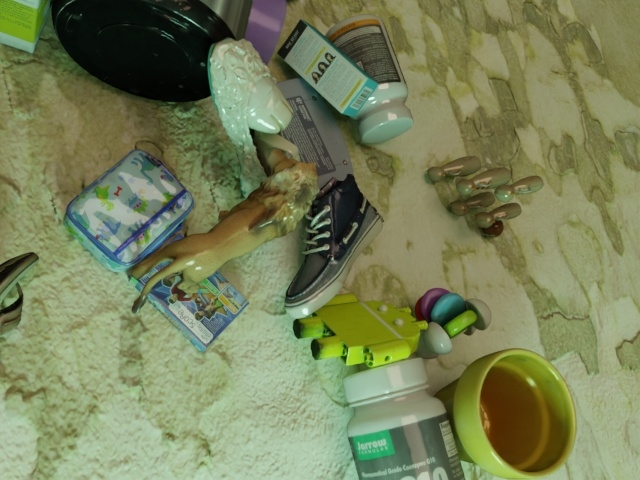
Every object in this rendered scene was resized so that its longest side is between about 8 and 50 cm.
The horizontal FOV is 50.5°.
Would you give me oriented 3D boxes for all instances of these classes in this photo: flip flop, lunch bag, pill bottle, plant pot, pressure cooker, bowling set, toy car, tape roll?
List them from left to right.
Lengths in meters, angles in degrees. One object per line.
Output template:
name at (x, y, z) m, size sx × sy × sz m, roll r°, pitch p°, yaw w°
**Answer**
flip flop at (-0.559, 0.140, 1.150) m, size 0.080 × 0.112 × 0.277 m, roll 43°, pitch 52°, yaw -37°
lunch bag at (-0.367, -0.057, 1.322) m, size 0.176 × 0.090 × 0.219 m, roll 47°, pitch 59°, yaw -7°
pressure cooker at (-0.312, -0.539, 1.365) m, size 0.370 × 0.375 × 0.420 m, roll 17°, pitch 69°, yaw -17°
tape roll at (-0.150, -0.468, 1.524) m, size 0.080 × 0.189 × 0.189 m, roll 17°, pitch 65°, yaw -22°
pill bottle at (0.119, -0.388, 1.643) m, size 0.162 × 0.162 × 0.278 m, roll -11°, pitch 76°, yaw -29°
pill bottle at (0.168, 0.427, 1.334) m, size 0.204 × 0.204 × 0.361 m, roll -7°, pitch 74°, yaw -28°
toy car at (0.272, 0.170, 1.501) m, size 0.159 × 0.182 × 0.136 m, roll -28°, pitch 80°, yaw -17°
bowling set at (0.398, -0.082, 1.665) m, size 0.154 × 0.287 × 0.199 m, roll -17°, pitch 113°, yaw -24°
plant pot at (0.358, 0.372, 1.428) m, size 0.254 × 0.239 × 0.254 m, roll 10°, pitch 66°, yaw -23°

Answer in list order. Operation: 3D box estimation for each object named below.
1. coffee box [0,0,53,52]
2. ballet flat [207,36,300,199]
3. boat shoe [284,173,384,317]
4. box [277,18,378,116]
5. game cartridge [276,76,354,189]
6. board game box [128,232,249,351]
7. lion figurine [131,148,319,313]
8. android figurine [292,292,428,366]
coffee box at (-0.641, -0.622, 1.254) m, size 0.338 × 0.334 × 0.337 m, roll 18°, pitch 64°, yaw -20°
ballet flat at (-0.106, -0.217, 1.341) m, size 0.147 × 0.409 × 0.147 m, roll -4°, pitch 50°, yaw 5°
boat shoe at (0.000, 0.000, 1.440) m, size 0.158 × 0.127 × 0.340 m, roll 58°, pitch 46°, yaw -22°
box at (0.014, -0.400, 1.576) m, size 0.244 × 0.100 × 0.060 m, roll 47°, pitch 21°, yaw 23°
game cartridge at (-0.043, -0.231, 1.569) m, size 0.196 × 0.060 × 0.294 m, roll -20°, pitch 81°, yaw -27°
board game box at (-0.258, 0.102, 1.345) m, size 0.201 × 0.035 × 0.136 m, roll 46°, pitch 58°, yaw -4°
lion figurine at (-0.172, -0.006, 1.261) m, size 0.142 × 0.240 × 0.392 m, roll 51°, pitch 57°, yaw -10°
android figurine at (0.090, 0.181, 1.396) m, size 0.273 × 0.248 × 0.056 m, roll -5°, pitch 114°, yaw -25°
